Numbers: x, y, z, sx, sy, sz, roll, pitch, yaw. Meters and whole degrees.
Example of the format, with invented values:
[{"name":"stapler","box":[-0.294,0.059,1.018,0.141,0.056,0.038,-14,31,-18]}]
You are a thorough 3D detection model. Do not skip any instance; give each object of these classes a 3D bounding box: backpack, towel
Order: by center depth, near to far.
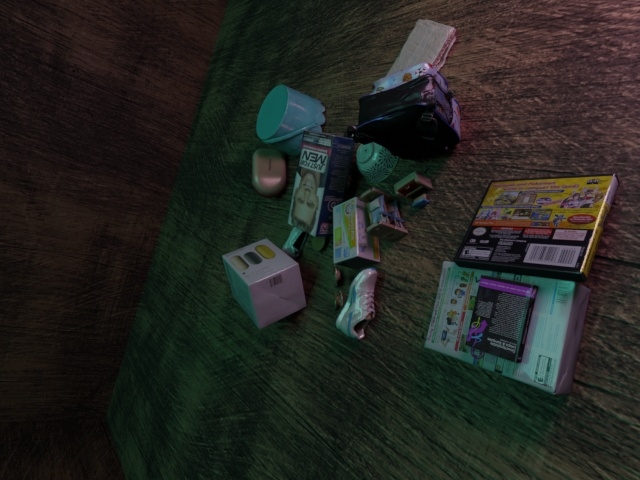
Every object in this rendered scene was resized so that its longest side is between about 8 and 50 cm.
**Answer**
[{"name":"backpack","box":[0.260,-0.341,1.160,0.277,0.263,0.213,0,70,44]},{"name":"towel","box":[0.310,-0.571,1.353,0.282,0.049,0.187,-58,39,21]}]

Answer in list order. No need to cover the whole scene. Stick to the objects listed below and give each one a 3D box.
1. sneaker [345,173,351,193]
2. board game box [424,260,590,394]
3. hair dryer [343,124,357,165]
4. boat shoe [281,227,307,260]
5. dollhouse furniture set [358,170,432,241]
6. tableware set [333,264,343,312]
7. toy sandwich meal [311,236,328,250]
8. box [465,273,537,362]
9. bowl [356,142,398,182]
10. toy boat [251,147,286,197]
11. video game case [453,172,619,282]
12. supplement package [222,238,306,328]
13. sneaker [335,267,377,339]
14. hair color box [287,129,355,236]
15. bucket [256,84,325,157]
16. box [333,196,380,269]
[{"name":"sneaker","box":[0.057,-0.208,1.539,0.161,0.057,0.075,-6,56,52]},{"name":"board game box","box":[0.404,0.181,0.932,0.303,0.098,0.223,10,84,50]},{"name":"hair dryer","box":[0.013,-0.309,1.568,0.294,0.080,0.223,-24,44,47]},{"name":"boat shoe","box":[-0.103,0.033,1.639,0.063,0.066,0.184,30,91,52]},{"name":"dollhouse furniture set","box":[0.226,-0.103,1.221,0.184,0.129,0.129,-34,53,40]},{"name":"tableware set","box":[0.054,0.159,1.374,0.141,0.020,0.168,104,162,-73]},{"name":"toy sandwich meal","box":[0.000,0.000,1.546,0.086,0.029,0.085,-19,65,49]},{"name":"box","box":[0.378,0.161,0.872,0.116,0.029,0.162,11,85,52]},{"name":"bowl","box":[0.173,-0.285,1.392,0.170,0.080,0.170,-23,60,46]},{"name":"toy boat","box":[-0.236,-0.293,1.876,0.151,0.151,0.231,114,155,-64]},{"name":"video game case","box":[0.463,-0.037,0.911,0.275,0.035,0.248,5,59,52]},{"name":"supplement package","box":[-0.214,0.152,1.558,0.263,0.199,0.198,34,140,51]},{"name":"sneaker","box":[0.132,0.194,1.280,0.092,0.087,0.228,30,106,40]},{"name":"hair color box","box":[-0.001,-0.200,1.462,0.174,0.105,0.347,26,111,47]},{"name":"bucket","box":[-0.134,-0.508,1.763,0.281,0.183,0.281,-23,60,47]},{"name":"box","box":[0.115,-0.023,1.350,0.114,0.103,0.203,-22,61,45]}]
